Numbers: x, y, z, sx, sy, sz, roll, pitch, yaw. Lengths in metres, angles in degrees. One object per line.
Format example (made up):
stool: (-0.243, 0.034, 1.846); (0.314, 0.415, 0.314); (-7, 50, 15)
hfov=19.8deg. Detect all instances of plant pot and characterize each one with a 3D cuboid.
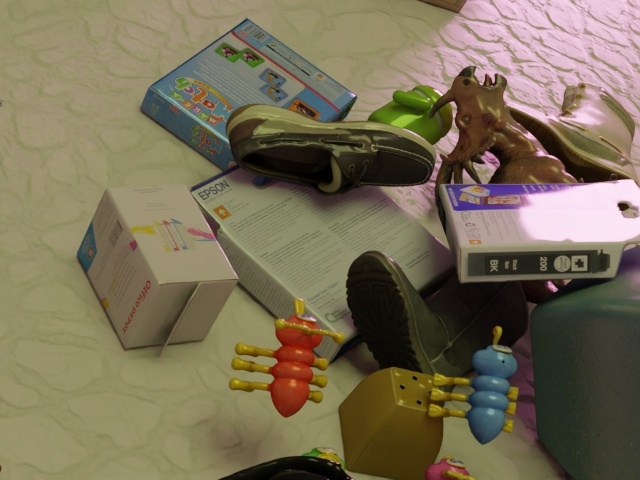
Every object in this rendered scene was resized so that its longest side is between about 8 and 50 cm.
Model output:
plant pot: (0.072, 0.164, 1.705); (0.081, 0.083, 0.081); (13, 40, -18)
plant pot: (0.345, 0.127, 1.778); (0.252, 0.248, 0.247); (8, 24, 35)

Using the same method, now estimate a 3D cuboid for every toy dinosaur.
toy dinosaur: (0.209, -0.027, 1.990); (0.200, 0.127, 0.296); (8, 58, -10)

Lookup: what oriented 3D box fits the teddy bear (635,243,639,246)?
teddy bear: (0.508, 0.083, 2.074); (0.338, 0.113, 0.245); (30, 30, 14)

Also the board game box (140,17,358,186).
board game box: (-0.075, -0.151, 2.009); (0.160, 0.039, 0.211); (36, 38, 9)

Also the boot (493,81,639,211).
boot: (0.285, -0.136, 2.189); (0.213, 0.077, 0.165); (27, 38, -11)

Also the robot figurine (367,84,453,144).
robot figurine: (0.099, -0.129, 2.051); (0.115, 0.101, 0.067); (-32, 69, -17)

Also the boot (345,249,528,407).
boot: (0.123, 0.058, 1.821); (0.208, 0.076, 0.190); (-37, 115, -43)

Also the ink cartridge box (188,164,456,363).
ink cartridge box: (0.000, 0.000, 1.873); (0.224, 0.045, 0.223); (44, 41, 15)

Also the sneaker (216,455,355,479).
sneaker: (0.014, 0.281, 1.437); (0.482, 0.202, 0.185); (4, 44, -28)

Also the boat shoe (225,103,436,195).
boat shoe: (0.012, -0.080, 1.872); (0.223, 0.080, 0.073); (11, 48, -15)

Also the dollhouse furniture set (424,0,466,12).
dollhouse furniture set: (0.145, -0.532, 2.405); (0.362, 0.256, 0.394); (16, 39, -17)

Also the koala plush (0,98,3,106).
koala plush: (-0.398, -0.126, 1.674); (0.196, 0.203, 0.221); (32, 26, 3)

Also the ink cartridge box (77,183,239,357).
ink cartridge box: (-0.150, 0.030, 1.712); (0.090, 0.092, 0.143); (-4, 50, -36)

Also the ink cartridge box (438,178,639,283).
ink cartridge box: (0.229, -0.012, 1.826); (0.208, 0.045, 0.206); (-2, 18, -1)

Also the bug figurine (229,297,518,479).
bug figurine: (0.059, 0.169, 1.610); (0.279, 0.072, 0.216); (9, 82, -20)
